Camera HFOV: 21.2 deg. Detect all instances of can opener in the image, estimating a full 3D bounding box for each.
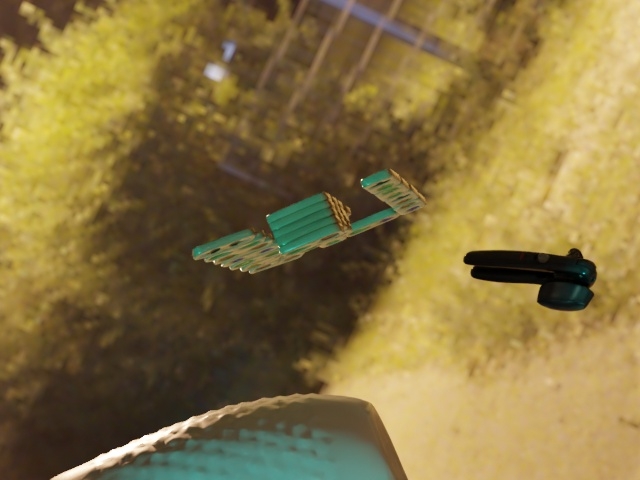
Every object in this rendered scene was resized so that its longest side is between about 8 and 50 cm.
[{"bbox_3d":[0.257,0.036,2.100,0.073,0.186,0.059,-48,-45,-34],"label":"can opener"}]

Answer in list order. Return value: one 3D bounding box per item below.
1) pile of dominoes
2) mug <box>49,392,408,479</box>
[{"bbox_3d":[0.000,0.000,1.614,0.196,0.040,0.251,-23,-10,9],"label":"pile of dominoes"},{"bbox_3d":[-0.050,0.341,1.679,0.328,0.374,0.276,-24,-12,3],"label":"mug"}]
